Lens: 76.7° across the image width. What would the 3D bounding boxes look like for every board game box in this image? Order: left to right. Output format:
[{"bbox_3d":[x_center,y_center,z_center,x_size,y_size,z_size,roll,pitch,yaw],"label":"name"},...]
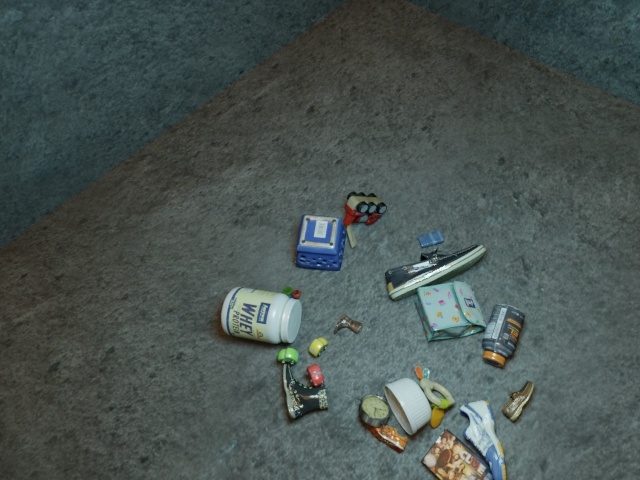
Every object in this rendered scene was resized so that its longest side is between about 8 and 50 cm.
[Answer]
[{"bbox_3d":[0.536,0.877,1.558,0.243,0.042,0.165,37,74,26],"label":"board game box"}]

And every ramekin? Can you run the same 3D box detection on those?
[{"bbox_3d":[0.355,0.657,1.628,0.109,0.207,0.207,-23,59,-12],"label":"ramekin"}]

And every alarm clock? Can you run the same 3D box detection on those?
[{"bbox_3d":[0.229,0.715,1.658,0.129,0.064,0.192,1,23,-22],"label":"alarm clock"}]

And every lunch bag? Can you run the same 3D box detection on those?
[{"bbox_3d":[0.580,0.308,1.797,0.262,0.160,0.224,-9,53,-2],"label":"lunch bag"}]

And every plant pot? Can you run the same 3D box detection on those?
[{"bbox_3d":[0.000,0.000,2.034,0.235,0.212,0.236,6,63,7],"label":"plant pot"}]

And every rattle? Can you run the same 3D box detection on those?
[{"bbox_3d":[0.455,0.653,1.706,0.130,0.143,0.199,-15,36,-34],"label":"rattle"}]

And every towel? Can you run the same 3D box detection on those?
[{"bbox_3d":[0.558,-0.005,2.045,0.119,0.029,0.067,-16,60,2],"label":"towel"}]

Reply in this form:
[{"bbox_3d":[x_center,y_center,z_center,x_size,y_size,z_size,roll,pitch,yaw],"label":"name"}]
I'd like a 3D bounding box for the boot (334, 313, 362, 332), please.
[{"bbox_3d":[0.133,0.414,1.900,0.114,0.037,0.106,27,72,18],"label":"boot"}]

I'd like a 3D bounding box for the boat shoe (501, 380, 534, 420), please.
[{"bbox_3d":[0.796,0.635,1.627,0.060,0.064,0.178,35,76,24],"label":"boat shoe"}]

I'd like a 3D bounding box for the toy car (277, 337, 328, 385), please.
[{"bbox_3d":[-0.083,0.524,1.819,0.224,0.053,0.239,6,44,4],"label":"toy car"}]

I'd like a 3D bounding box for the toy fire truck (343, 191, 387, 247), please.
[{"bbox_3d":[0.212,-0.106,2.104,0.217,0.246,0.158,-2,40,-41],"label":"toy fire truck"}]

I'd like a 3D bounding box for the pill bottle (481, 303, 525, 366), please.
[{"bbox_3d":[0.769,0.406,1.720,0.130,0.130,0.246,20,68,21],"label":"pill bottle"}]

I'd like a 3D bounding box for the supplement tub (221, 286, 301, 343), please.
[{"bbox_3d":[-0.272,0.353,1.896,0.324,0.235,0.236,6,63,15],"label":"supplement tub"}]

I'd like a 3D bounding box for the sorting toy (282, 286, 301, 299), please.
[{"bbox_3d":[-0.142,0.273,2.032,0.101,0.042,0.061,11,48,30],"label":"sorting toy"}]

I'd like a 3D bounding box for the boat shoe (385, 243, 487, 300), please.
[{"bbox_3d":[0.533,0.118,1.898,0.499,0.187,0.156,-24,66,4],"label":"boat shoe"}]

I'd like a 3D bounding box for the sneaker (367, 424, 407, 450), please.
[{"bbox_3d":[0.270,0.790,1.660,0.175,0.064,0.067,28,48,20],"label":"sneaker"}]

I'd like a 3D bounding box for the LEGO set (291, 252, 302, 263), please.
[{"bbox_3d":[-0.119,0.086,2.139,0.083,0.023,0.054,-45,60,1],"label":"LEGO set"}]

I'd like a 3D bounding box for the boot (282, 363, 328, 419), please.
[{"bbox_3d":[-0.070,0.650,1.787,0.178,0.085,0.237,-12,55,-3],"label":"boot"}]

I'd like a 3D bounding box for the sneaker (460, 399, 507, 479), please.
[{"bbox_3d":[0.623,0.776,1.559,0.130,0.112,0.297,-12,44,12],"label":"sneaker"}]
